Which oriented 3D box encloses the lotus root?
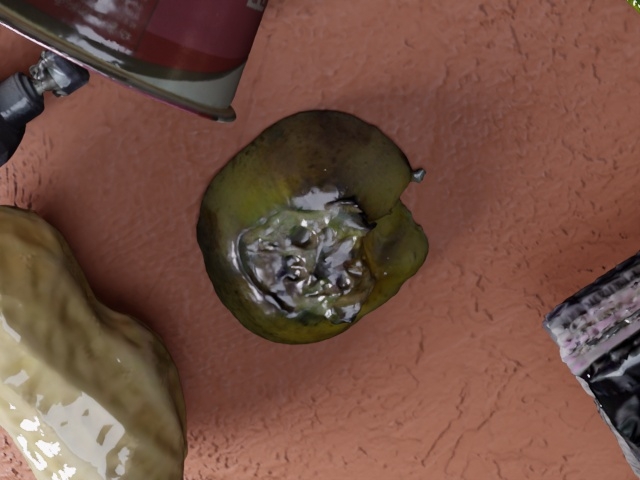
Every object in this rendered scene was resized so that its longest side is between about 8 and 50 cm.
[{"bbox_3d":[-0.003,0.003,1.132,0.203,0.078,0.183,-43,110,11],"label":"lotus root"}]

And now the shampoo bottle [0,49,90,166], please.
[{"bbox_3d":[-0.310,-0.053,1.070,0.309,0.098,0.071,-31,107,8],"label":"shampoo bottle"}]

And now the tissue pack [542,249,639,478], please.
[{"bbox_3d":[0.372,0.072,1.113,0.332,0.123,0.245,-35,118,8],"label":"tissue pack"}]

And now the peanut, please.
[{"bbox_3d":[-0.206,0.102,1.122,0.152,0.152,0.313,-31,109,8],"label":"peanut"}]

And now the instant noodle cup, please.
[{"bbox_3d":[-0.124,-0.209,0.960,0.235,0.235,0.178,26,100,-15],"label":"instant noodle cup"}]

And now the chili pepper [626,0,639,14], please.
[{"bbox_3d":[0.335,-0.322,1.028,0.085,0.076,0.359,42,106,7],"label":"chili pepper"}]
